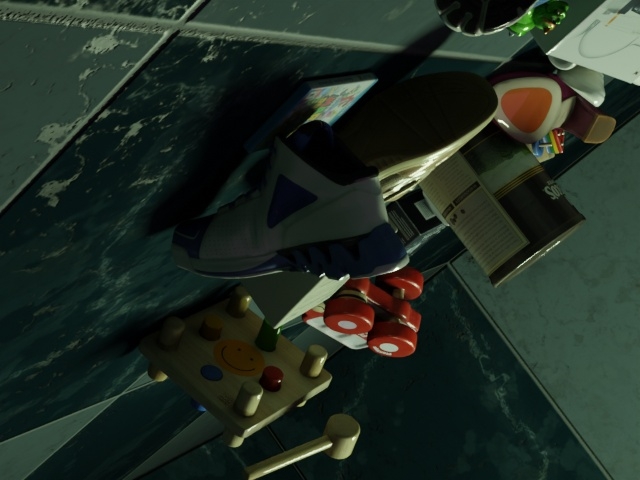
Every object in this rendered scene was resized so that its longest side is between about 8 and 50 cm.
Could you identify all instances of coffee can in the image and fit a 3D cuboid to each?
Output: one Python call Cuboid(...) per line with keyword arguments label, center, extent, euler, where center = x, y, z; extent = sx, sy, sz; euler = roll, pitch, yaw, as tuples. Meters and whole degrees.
Cuboid(label="coffee can", center=(0.310, -0.083, 2.050), extent=(0.201, 0.275, 0.201), euler=(-35, 170, -7))

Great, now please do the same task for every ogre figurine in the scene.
Cuboid(label="ogre figurine", center=(0.267, -0.316, 1.391), extent=(0.118, 0.097, 0.197), euler=(-53, -173, -5))

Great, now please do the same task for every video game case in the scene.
Cuboid(label="video game case", center=(-0.010, -0.157, 1.392), extent=(0.119, 0.015, 0.166), euler=(-43, 168, 31))

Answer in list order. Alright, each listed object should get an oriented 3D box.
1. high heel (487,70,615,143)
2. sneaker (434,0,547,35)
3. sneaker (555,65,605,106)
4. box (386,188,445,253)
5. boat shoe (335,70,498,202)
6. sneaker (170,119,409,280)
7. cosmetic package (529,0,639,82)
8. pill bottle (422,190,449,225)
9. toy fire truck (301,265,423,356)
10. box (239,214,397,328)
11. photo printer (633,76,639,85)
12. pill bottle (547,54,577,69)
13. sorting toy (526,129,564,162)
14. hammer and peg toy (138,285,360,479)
Cuboid(label="high heel", center=(0.364, -0.258, 2.048), extent=(0.377, 0.181, 0.127), euler=(12, 115, -48))
Cuboid(label="sneaker", center=(0.257, -0.340, 1.223), extent=(0.330, 0.130, 0.147), euler=(-34, -175, 6))
Cuboid(label="sneaker", center=(0.464, -0.307, 1.993), extent=(0.094, 0.080, 0.212), euler=(-47, -160, 20))
Cuboid(label="box", center=(0.175, -0.024, 2.404), extent=(0.158, 0.093, 0.156), euler=(-43, 168, 38))
Cuboid(label="boat shoe", center=(0.085, -0.115, 1.558), extent=(0.341, 0.122, 0.110), euler=(-27, 152, 2))
Cuboid(label="sneaker", center=(-0.039, -0.053, 1.404), extent=(0.315, 0.182, 0.127), euler=(-1, -169, 35))
Cuboid(label="cosmetic package", center=(0.496, -0.391, 1.598), extent=(0.377, 0.097, 0.284), euler=(-42, 155, 30))
Cuboid(label="pill bottle", center=(0.323, -0.128, 2.326), extent=(0.221, 0.124, 0.124), euler=(-36, 170, -6))
Cuboid(label="toy fire truck", center=(0.052, 0.135, 2.341), extent=(0.302, 0.169, 0.254), euler=(30, 145, -34))
Cuboid(label="box", center=(-0.011, 0.016, 1.857), extent=(0.148, 0.127, 0.232), euler=(-27, 167, -43))
Cuboid(label="photo printer", center=(0.607, -0.405, 1.889), extent=(0.307, 0.107, 0.256), euler=(-35, 149, -2))
Cuboid(label="pill bottle", center=(0.440, -0.337, 1.933), extent=(0.116, 0.065, 0.065), euler=(-30, 169, -32))
Cuboid(label="sorting toy", center=(0.450, -0.225, 2.277), extent=(0.046, 0.132, 0.274), euler=(-3, -170, 31))
Cuboid(label="hammer and peg toy", center=(-0.107, 0.241, 1.948), extent=(0.266, 0.361, 0.127), euler=(-23, 143, -50))
